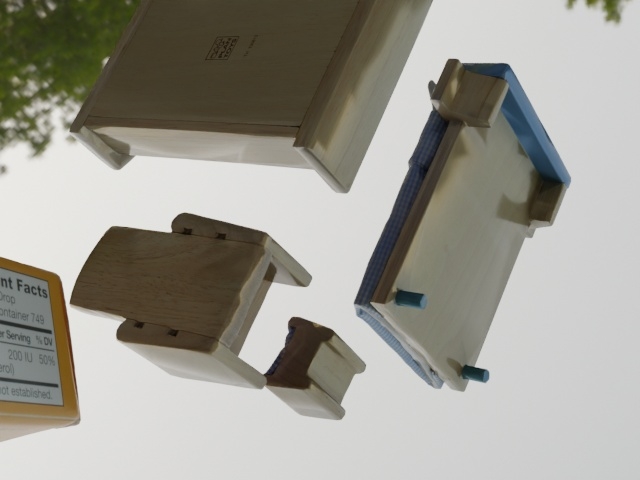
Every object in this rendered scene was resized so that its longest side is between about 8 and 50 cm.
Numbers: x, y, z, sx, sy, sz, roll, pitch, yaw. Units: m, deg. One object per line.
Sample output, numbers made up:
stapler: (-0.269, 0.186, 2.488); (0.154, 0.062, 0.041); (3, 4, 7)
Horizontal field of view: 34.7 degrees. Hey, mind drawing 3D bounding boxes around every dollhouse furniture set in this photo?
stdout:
dollhouse furniture set: (0.000, 0.000, 0.696); (0.198, 0.303, 0.286); (7, -116, 39)

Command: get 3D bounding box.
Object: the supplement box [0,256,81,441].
supplement box: (-0.183, 0.036, 0.371); (0.078, 0.233, 0.080); (-16, -108, 15)
